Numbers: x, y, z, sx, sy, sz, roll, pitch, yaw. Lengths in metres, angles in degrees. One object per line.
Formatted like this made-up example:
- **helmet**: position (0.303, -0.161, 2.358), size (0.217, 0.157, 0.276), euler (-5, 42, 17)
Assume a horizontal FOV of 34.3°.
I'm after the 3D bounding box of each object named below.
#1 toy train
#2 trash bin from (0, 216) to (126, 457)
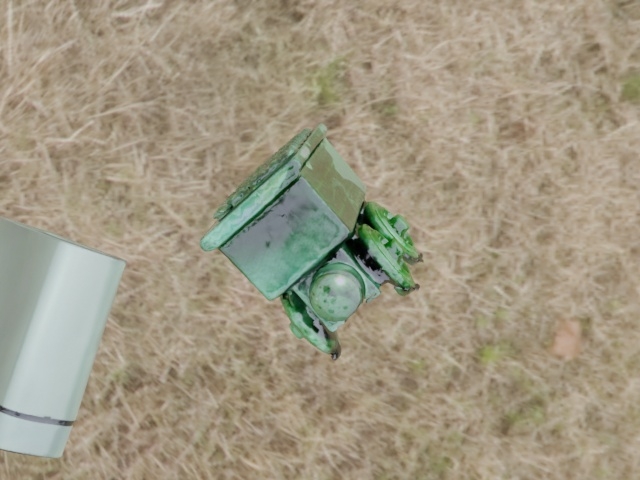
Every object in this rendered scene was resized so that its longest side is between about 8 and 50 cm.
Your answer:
- **toy train**: position (0.000, 0.000, 1.102), size (0.145, 0.266, 0.202), euler (-40, 98, 14)
- **trash bin**: position (-0.188, 0.059, 0.666), size (0.059, 0.116, 0.130), euler (21, 86, -43)
